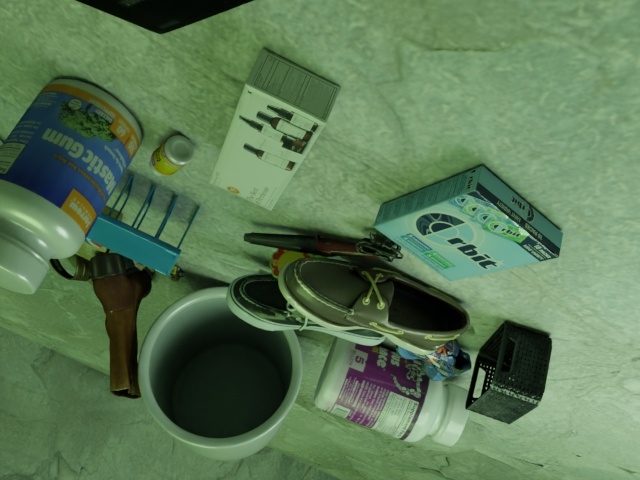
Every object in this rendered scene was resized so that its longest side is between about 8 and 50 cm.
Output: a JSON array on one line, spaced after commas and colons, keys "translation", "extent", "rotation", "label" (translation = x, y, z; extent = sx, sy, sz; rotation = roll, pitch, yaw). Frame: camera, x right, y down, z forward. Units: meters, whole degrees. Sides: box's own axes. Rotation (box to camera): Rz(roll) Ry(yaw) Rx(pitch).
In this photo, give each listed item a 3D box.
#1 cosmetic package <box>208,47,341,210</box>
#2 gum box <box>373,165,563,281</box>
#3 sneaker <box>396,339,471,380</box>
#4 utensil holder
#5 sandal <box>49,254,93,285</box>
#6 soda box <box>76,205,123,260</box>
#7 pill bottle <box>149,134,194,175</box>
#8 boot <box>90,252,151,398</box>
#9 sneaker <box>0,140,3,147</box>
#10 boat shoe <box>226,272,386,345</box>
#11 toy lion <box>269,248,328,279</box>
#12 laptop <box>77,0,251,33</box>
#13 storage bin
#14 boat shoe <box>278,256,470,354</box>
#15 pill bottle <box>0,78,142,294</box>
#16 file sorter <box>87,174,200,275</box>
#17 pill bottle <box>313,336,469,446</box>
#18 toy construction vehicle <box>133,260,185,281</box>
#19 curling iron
[{"translation": [-0.066, -0.123, 0.781], "extent": [0.099, 0.060, 0.239], "rotation": [26, 153, -8], "label": "cosmetic package"}, {"translation": [0.187, -0.014, 0.825], "extent": [0.157, 0.041, 0.184], "rotation": [34, 151, -23], "label": "gum box"}, {"translation": [0.208, 0.190, 1.168], "extent": [0.087, 0.083, 0.221], "rotation": [-16, 143, 32], "label": "sneaker"}, {"translation": [-0.213, 0.320, 1.432], "extent": [0.328, 0.327, 0.385], "rotation": [19, 156, 3], "label": "utensil holder"}, {"translation": [-0.551, 0.034, 1.384], "extent": [0.120, 0.086, 0.303], "rotation": [11, 152, 20], "label": "sandal"}, {"translation": [-0.442, -0.011, 1.258], "extent": [0.061, 0.058, 0.181], "rotation": [27, 152, -13], "label": "soda box"}, {"translation": [-0.217, -0.119, 0.913], "extent": [0.043, 0.043, 0.083], "rotation": [34, 150, -25], "label": "pill bottle"}, {"translation": [-0.393, 0.187, 1.329], "extent": [0.096, 0.280, 0.264], "rotation": [-12, 166, -10], "label": "boot"}, {"translation": [-0.603, -0.172, 1.073], "extent": [0.212, 0.080, 0.094], "rotation": [29, 141, -30], "label": "sneaker"}, {"translation": [-0.015, 0.110, 1.123], "extent": [0.306, 0.113, 0.105], "rotation": [17, 147, 2], "label": "boat shoe"}, {"translation": [-0.031, 0.047, 1.057], "extent": [0.100, 0.096, 0.034], "rotation": [-18, 176, -7], "label": "toy lion"}, {"translation": [-0.152, -0.363, 0.444], "extent": [0.382, 0.236, 0.408], "rotation": [-2, 174, 38], "label": "laptop"}, {"translation": [0.323, 0.234, 1.099], "extent": [0.084, 0.122, 0.180], "rotation": [19, 153, 5], "label": "storage bin"}, {"translation": [0.091, 0.095, 1.008], "extent": [0.324, 0.116, 0.097], "rotation": [24, 144, -23], "label": "boat shoe"}, {"translation": [-0.367, -0.071, 0.855], "extent": [0.152, 0.272, 0.152], "rotation": [16, 153, 8], "label": "pill bottle"}, {"translation": [-0.304, -0.035, 1.063], "extent": [0.170, 0.104, 0.118], "rotation": [26, 152, -11], "label": "file sorter"}, {"translation": [0.151, 0.320, 1.333], "extent": [0.302, 0.169, 0.169], "rotation": [20, 153, 0], "label": "pill bottle"}, {"translation": [-0.347, 0.055, 1.337], "extent": [0.086, 0.035, 0.098], "rotation": [8, 151, 24], "label": "toy construction vehicle"}, {"translation": [0.000, 0.000, 0.991], "extent": [0.274, 0.035, 0.068], "rotation": [5, 145, 28], "label": "curling iron"}]
